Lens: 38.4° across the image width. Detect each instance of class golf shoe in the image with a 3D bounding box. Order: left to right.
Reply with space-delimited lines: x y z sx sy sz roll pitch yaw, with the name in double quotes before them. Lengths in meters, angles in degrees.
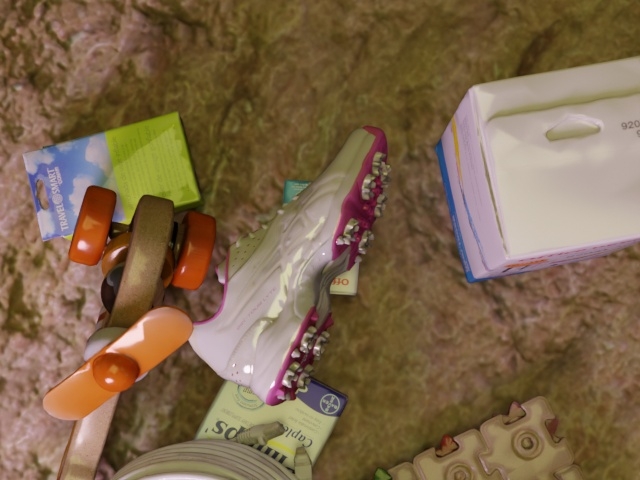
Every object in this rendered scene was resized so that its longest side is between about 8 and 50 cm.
"golf shoe" -0.030 0.007 0.935 0.140 0.115 0.306 20 74 19

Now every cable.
"cable" -0.116 0.326 0.906 0.257 0.089 0.257 -13 96 10

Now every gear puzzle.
"gear puzzle" 0.124 0.311 0.984 0.339 0.044 0.175 -26 85 -1

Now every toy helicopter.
"toy helicopter" -0.207 0.128 0.921 0.140 0.235 0.355 15 102 -17

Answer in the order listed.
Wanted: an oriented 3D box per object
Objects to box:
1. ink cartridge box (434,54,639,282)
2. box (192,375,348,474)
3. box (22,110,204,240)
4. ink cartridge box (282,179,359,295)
"ink cartridge box" 0.229 -0.061 0.933 0.171 0.233 0.168 -11 82 -1
"box" -0.055 0.199 0.979 0.126 0.072 0.137 27 84 4
"box" -0.230 -0.069 1.029 0.178 0.042 0.109 -15 82 -2
"ink cartridge box" 0.000 0.000 1.016 0.088 0.052 0.122 4 81 1
